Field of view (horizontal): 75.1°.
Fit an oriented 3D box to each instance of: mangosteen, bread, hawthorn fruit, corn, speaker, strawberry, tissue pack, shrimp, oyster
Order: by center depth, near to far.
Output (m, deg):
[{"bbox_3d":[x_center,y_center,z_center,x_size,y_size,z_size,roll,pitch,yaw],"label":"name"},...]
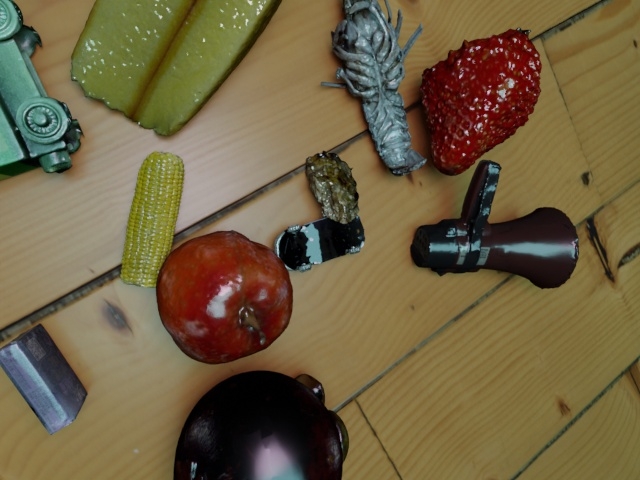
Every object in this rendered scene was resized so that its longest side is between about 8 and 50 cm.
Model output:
[{"bbox_3d":[-0.226,-0.364,0.671,0.233,0.245,0.362,32,78,-19],"label":"bread"},{"bbox_3d":[-0.448,0.222,0.678,0.051,0.112,0.156,-30,102,-15],"label":"tissue pack"},{"bbox_3d":[-0.145,0.104,0.697,0.241,0.271,0.242,-5,102,-25],"label":"hawthorn fruit"},{"bbox_3d":[-0.297,-0.035,0.739,0.081,0.081,0.249,12,89,-20],"label":"corn"},{"bbox_3d":[-0.085,0.387,0.742,0.347,0.306,0.307,10,89,-49],"label":"mangosteen"},{"bbox_3d":[0.110,-0.334,0.841,0.221,0.166,0.411,-18,113,1],"label":"shrimp"},{"bbox_3d":[0.029,-0.110,0.842,0.105,0.056,0.177,5,61,-20],"label":"oyster"},{"bbox_3d":[0.329,-0.278,0.858,0.261,0.261,0.258,-12,83,-19],"label":"strawberry"},{"bbox_3d":[0.392,-0.013,0.914,0.329,0.259,0.198,5,54,-16],"label":"speaker"}]

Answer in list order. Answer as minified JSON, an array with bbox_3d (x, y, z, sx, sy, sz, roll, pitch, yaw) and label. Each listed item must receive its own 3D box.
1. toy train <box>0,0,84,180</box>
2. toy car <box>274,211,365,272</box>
[{"bbox_3d":[-0.509,-0.231,0.633,0.202,0.120,0.301,-23,100,-15],"label":"toy train"},{"bbox_3d":[0.000,0.000,0.859,0.204,0.056,0.095,-18,97,-20],"label":"toy car"}]
